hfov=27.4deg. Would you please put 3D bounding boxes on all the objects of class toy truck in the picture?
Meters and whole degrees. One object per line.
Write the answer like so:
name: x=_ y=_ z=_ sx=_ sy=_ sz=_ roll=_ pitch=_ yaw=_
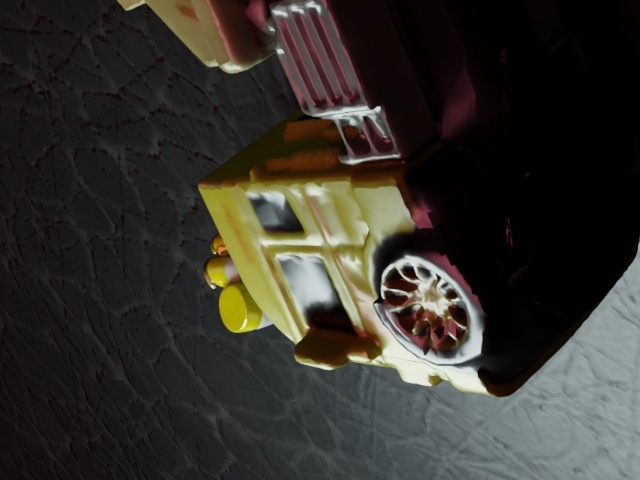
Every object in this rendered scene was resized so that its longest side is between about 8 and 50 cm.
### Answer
toy truck: x=0.000 y=-0.126 z=0.652 sx=0.254 sy=0.180 sz=0.405 roll=0 pitch=121 yaw=49

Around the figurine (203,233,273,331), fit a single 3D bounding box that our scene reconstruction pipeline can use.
figurine: x=-0.007 y=-0.004 z=0.881 sx=0.130 sy=0.109 sz=0.178 roll=20 pitch=143 yaw=0
